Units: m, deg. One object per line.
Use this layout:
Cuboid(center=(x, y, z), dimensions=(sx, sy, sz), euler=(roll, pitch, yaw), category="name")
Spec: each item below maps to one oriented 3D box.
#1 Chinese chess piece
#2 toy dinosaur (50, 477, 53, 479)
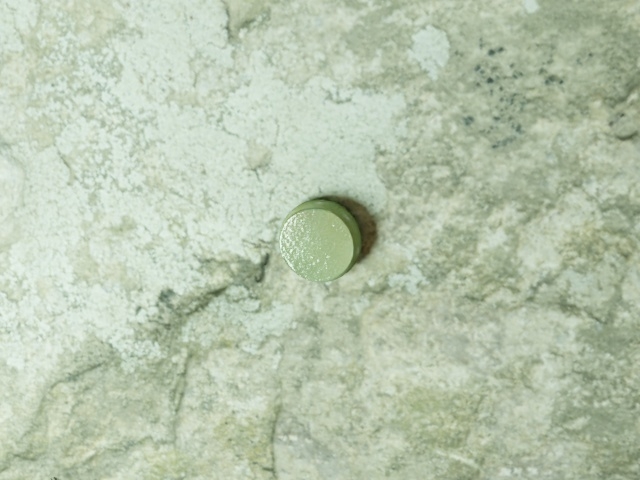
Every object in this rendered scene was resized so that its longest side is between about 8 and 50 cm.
Cuboid(center=(0.000, 0.000, 1.280), dimensions=(0.084, 0.034, 0.084), euler=(5, 109, 15), category="Chinese chess piece")
Cuboid(center=(-0.225, 0.341, 1.478), dimensions=(0.220, 0.032, 0.108), euler=(43, 120, 9), category="toy dinosaur")
